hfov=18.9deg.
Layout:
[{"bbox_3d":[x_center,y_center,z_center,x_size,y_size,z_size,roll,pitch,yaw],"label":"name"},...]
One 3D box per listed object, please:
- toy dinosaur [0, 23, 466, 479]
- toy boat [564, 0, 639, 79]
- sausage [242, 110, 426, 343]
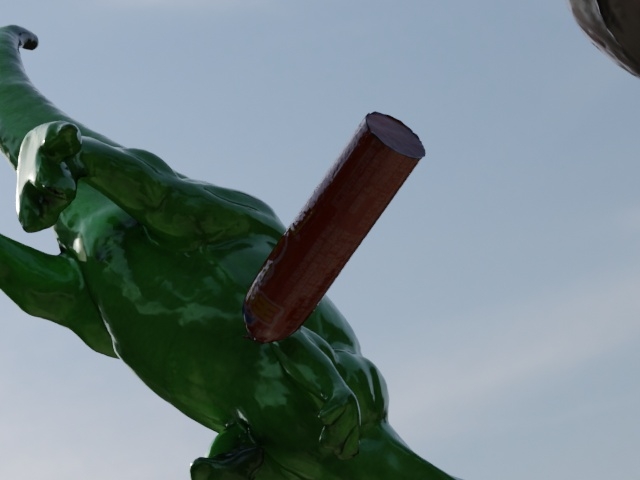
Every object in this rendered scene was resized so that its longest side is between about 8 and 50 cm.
[{"bbox_3d":[-0.031,0.017,1.090,0.374,0.500,0.144,27,-70,-15],"label":"toy dinosaur"},{"bbox_3d":[0.180,-0.137,0.634,0.227,0.155,0.085,-36,20,17],"label":"toy boat"},{"bbox_3d":[0.000,0.000,0.884,0.034,0.034,0.129,4,-50,-50],"label":"sausage"}]
